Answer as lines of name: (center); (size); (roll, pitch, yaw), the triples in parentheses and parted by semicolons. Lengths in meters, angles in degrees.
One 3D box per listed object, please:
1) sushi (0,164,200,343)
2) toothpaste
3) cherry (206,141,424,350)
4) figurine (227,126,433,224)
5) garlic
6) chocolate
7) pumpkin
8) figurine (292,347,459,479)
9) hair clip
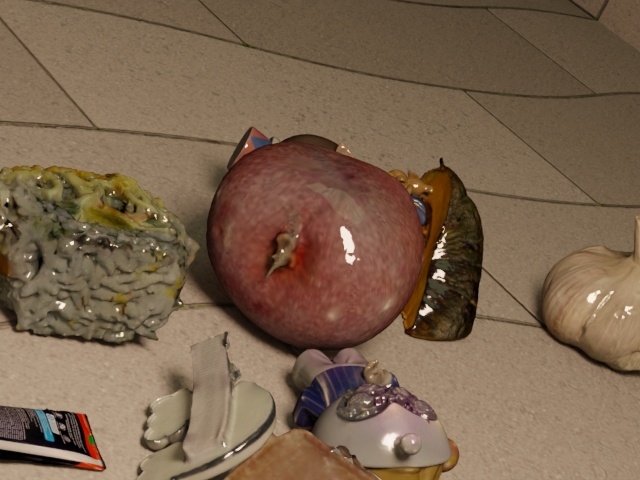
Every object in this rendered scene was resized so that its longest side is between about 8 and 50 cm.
sushi: (-0.259, 0.010, 1.606); (0.274, 0.139, 0.184); (7, 27, -30)
toothpaste: (-0.284, 0.176, 1.371); (0.193, 0.045, 0.071); (13, 35, -41)
cherry: (0.000, 0.000, 1.774); (0.261, 0.221, 0.307); (43, 34, 12)
figurine: (0.005, -0.051, 1.982); (0.275, 0.161, 0.158); (27, 38, 12)
garlic: (0.428, 0.062, 2.095); (0.218, 0.212, 0.218); (16, 28, -9)
chocolate: (0.021, 0.292, 1.384); (0.261, 0.083, 0.161); (35, 43, 25)
pumpkin: (0.180, 0.008, 2.014); (0.111, 0.163, 0.278); (19, 26, -12)
figurine: (0.053, 0.189, 1.570); (0.193, 0.133, 0.274); (12, 21, 3)
hair clip: (-0.110, 0.170, 1.459); (0.140, 0.054, 0.220); (-16, 26, 8)
